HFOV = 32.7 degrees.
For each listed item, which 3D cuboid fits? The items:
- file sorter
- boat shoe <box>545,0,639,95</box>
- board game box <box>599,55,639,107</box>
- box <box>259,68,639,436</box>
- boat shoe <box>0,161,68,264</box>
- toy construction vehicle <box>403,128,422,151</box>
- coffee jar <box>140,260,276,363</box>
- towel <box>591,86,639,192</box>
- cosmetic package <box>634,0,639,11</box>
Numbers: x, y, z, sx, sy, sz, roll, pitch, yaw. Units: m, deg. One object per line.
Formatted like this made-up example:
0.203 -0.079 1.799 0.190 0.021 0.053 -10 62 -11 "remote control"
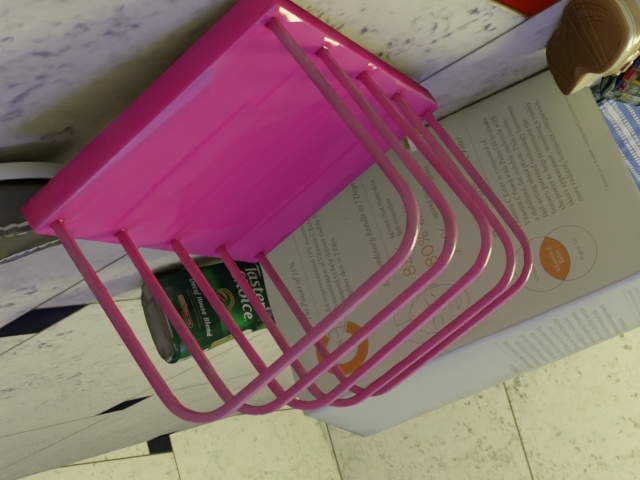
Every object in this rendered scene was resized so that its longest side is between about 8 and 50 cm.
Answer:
0.000 0.000 0.729 0.202 0.182 0.291 -41 161 16 "file sorter"
0.224 -0.161 0.850 0.059 0.063 0.170 -23 178 -4 "boat shoe"
0.355 -0.130 0.942 0.194 0.060 0.194 18 171 4 "board game box"
0.135 0.019 1.037 0.345 0.215 0.168 -24 155 14 "box"
-0.281 0.024 0.677 0.305 0.091 0.109 -16 167 -26 "boat shoe"
0.044 -0.085 0.917 0.086 0.035 0.098 -22 169 2 "toy construction vehicle"
-0.096 0.064 1.191 0.184 0.096 0.079 -17 170 -27 "coffee jar"
0.291 -0.077 1.212 0.336 0.040 0.243 -26 148 21 "towel"
0.148 -0.141 0.358 0.117 0.231 0.085 -16 167 -23 "cosmetic package"
